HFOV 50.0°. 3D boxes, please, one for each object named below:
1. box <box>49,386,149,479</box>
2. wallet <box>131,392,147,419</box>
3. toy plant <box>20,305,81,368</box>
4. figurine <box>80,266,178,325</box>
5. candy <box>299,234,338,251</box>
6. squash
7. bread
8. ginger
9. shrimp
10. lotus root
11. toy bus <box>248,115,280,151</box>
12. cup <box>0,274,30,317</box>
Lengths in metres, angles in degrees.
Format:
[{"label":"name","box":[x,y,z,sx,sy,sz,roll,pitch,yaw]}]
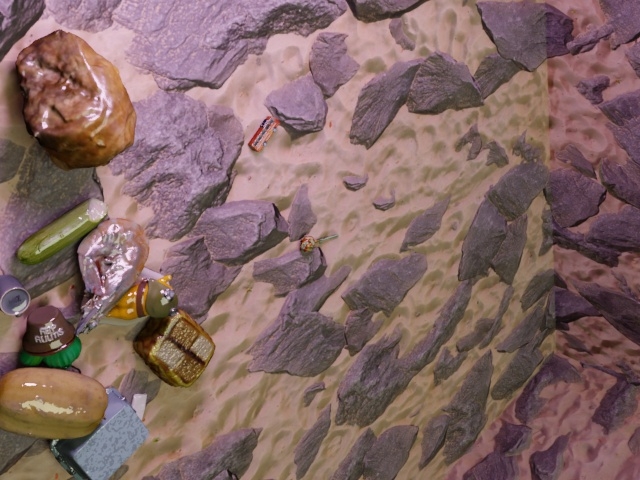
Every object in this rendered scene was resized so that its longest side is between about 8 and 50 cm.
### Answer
[{"label":"box","box":[-0.574,0.517,1.805,0.227,0.130,0.162,-44,125,-30]},{"label":"wallet","box":[-0.514,0.471,1.933,0.044,0.011,0.083,4,103,-46]},{"label":"toy plant","box":[-0.649,0.250,1.645,0.142,0.105,0.201,-20,132,-27]},{"label":"figurine","box":[-0.466,0.166,1.761,0.249,0.141,0.167,-21,122,-37]},{"label":"candy","box":[0.000,0.000,2.239,0.184,0.049,0.056,-15,146,-47]},{"label":"squash","box":[-0.598,-0.022,1.603,0.239,0.069,0.069,-40,131,-26]},{"label":"bread","box":[-0.404,0.297,1.913,0.181,0.096,0.222,-53,135,-19]},{"label":"ginger","box":[-0.514,-0.289,1.488,0.223,0.200,0.270,62,14,-74]},{"label":"shrimp","box":[-0.534,0.082,1.678,0.164,0.062,0.317,36,64,-22]},{"label":"lotus root","box":[-0.671,0.382,1.637,0.342,0.152,0.169,22,117,-37]},{"label":"toy bus","box":[-0.161,-0.304,1.952,0.043,0.031,0.110,41,77,-39]},{"label":"cup","box":[-0.702,0.135,1.559,0.078,0.077,0.100,-35,129,-30]}]
